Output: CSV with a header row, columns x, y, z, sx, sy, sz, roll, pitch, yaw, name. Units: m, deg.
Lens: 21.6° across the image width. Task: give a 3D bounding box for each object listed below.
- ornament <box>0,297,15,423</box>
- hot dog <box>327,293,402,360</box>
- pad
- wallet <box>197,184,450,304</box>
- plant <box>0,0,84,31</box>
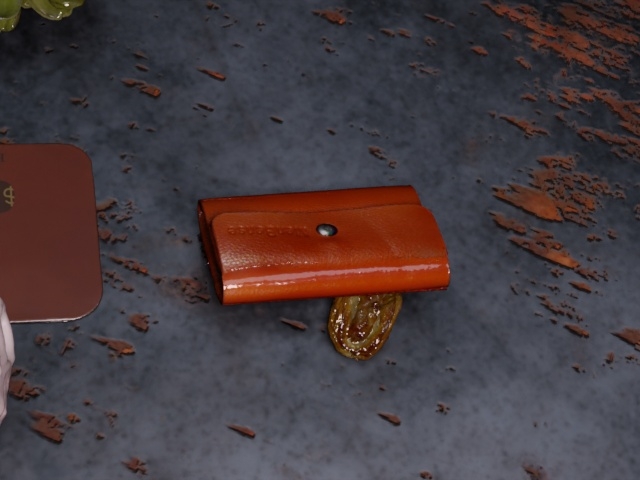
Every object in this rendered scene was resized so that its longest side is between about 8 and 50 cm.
x,y,z,sx,sy,sz,roll,pitch,yaw,name
-0.363,0.098,1.278,0.259,0.225,0.259,13,33,-8,ornament
0.039,0.063,1.481,0.058,0.035,0.083,21,61,3,hot dog
-0.328,-0.006,1.468,0.267,0.004,0.181,-3,63,-11,pad
0.000,0.000,1.480,0.204,0.045,0.142,-4,37,-13,wallet
-0.304,-0.357,1.556,0.305,0.297,0.261,28,29,22,plant
